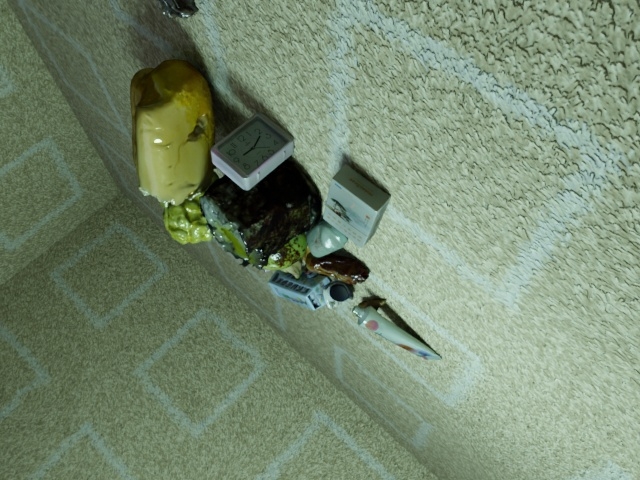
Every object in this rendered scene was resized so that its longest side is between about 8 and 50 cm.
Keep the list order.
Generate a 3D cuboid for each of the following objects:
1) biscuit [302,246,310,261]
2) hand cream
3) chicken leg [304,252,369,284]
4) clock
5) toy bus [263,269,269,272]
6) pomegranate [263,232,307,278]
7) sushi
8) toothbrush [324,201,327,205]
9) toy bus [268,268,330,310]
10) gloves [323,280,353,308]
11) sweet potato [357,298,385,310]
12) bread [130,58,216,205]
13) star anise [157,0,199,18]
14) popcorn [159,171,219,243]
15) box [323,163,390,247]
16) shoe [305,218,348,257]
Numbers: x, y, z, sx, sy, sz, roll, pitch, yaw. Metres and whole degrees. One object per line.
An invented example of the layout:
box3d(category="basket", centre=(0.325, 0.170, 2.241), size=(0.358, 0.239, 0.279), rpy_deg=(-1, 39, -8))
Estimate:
box3d(category="biscuit", centre=(-0.038, 0.044, 2.116), size=(0.144, 0.033, 0.224), rpy_deg=(46, 159, 0))
box3d(category="hand cream", centre=(0.251, 0.324, 1.971), size=(0.341, 0.077, 0.124), rpy_deg=(34, 160, -8))
box3d(category="chicken leg", centre=(0.038, 0.095, 1.964), size=(0.323, 0.082, 0.177), rpy_deg=(12, 160, 36))
box3d(category="clock", centre=(-0.187, -0.251, 1.606), size=(0.150, 0.197, 0.063), rpy_deg=(41, 158, 16))
box3d(category="toy bus", centre=(-0.253, -0.060, 2.159), size=(0.171, 0.162, 0.386), rpy_deg=(22, 148, 51))
box3d(category="pomegranate", centre=(-0.150, 0.037, 2.020), size=(0.222, 0.204, 0.276), rpy_deg=(16, 126, 39))
box3d(category="sushi", centre=(-0.192, -0.099, 1.766), size=(0.300, 0.294, 0.281), rpy_deg=(32, 155, 36))
box3d(category="toothbrush", centre=(0.043, -0.118, 1.673), size=(0.014, 0.011, 0.167), rpy_deg=(54, 160, -4))
box3d(category="toy bus", centre=(-0.081, 0.183, 2.317), size=(0.330, 0.136, 0.109), rpy_deg=(13, 139, 55))
box3d(category="gloves", centre=(0.066, 0.196, 2.091), size=(0.119, 0.097, 0.229), rpy_deg=(11, 163, 1))
box3d(category="sweet potato", centre=(0.172, 0.242, 2.031), size=(0.068, 0.068, 0.226), rpy_deg=(47, 160, -1))
box3d(category="bread", centre=(-0.439, -0.345, 1.748), size=(0.361, 0.251, 0.393), rpy_deg=(-124, 35, -53))
box3d(category="star anise", centre=(-0.388, -0.635, 1.423), size=(0.214, 0.099, 0.220), rpy_deg=(53, 161, 8))
box3d(category="popcorn", centre=(-0.423, -0.099, 1.923), size=(0.235, 0.250, 0.241), rpy_deg=(5, 113, 37))
box3d(category="box", centre=(0.090, -0.087, 1.541), size=(0.150, 0.067, 0.233), rpy_deg=(36, 157, 10))
box3d(category="shoe", centre=(0.000, 0.000, 1.860), size=(0.103, 0.100, 0.251), rpy_deg=(50, 163, -11))
